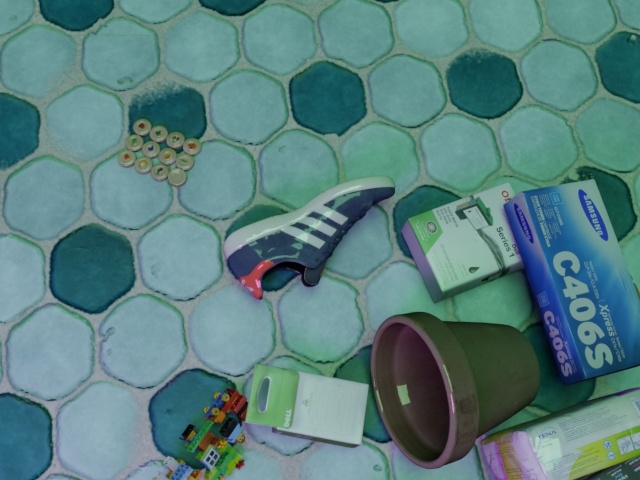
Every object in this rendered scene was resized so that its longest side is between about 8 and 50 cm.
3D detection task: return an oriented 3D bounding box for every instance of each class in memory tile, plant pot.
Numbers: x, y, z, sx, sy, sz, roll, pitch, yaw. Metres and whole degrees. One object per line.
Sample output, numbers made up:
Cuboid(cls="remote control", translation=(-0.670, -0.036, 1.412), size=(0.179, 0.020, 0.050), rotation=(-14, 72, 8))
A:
Cuboid(cls="memory tile", translation=(-0.321, -0.175, 1.644), size=(0.148, 0.012, 0.113), rotation=(21, 71, 4))
Cuboid(cls="plant pot", translation=(0.247, 0.237, 1.423), size=(0.229, 0.263, 0.263), rotation=(-9, 70, -24))

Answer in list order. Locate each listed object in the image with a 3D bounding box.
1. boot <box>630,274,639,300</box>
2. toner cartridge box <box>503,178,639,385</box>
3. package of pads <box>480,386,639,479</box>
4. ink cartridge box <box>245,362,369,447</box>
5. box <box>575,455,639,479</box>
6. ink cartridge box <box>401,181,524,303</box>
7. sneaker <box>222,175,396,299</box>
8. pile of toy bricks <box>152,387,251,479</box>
Cuboid(cls="boot", translation=(0.537, 0.138, 1.552), size=(0.152, 0.073, 0.197), rotation=(-10, 74, -11))
Cuboid(cls="toner cartridge box", translation=(0.467, 0.070, 1.484), size=(0.165, 0.075, 0.348), rotation=(-10, 74, -21))
Cuboid(cls="package of pads", translation=(0.402, 0.331, 1.354), size=(0.229, 0.296, 0.101), rotation=(-18, 74, -9))
Cuboid(cls="ink cartridge box", translation=(-0.026, 0.292, 1.453), size=(0.209, 0.062, 0.109), rotation=(12, 69, -8))
Cuboid(cls="box", translation=(0.530, 0.500, 1.372), size=(0.143, 0.165, 0.270), rotation=(-26, 74, -12))
Cuboid(cls="ink cartridge box", translation=(0.290, 0.002, 1.572), size=(0.219, 0.092, 0.160), rotation=(-21, 74, -10))
Cuboid(cls="sneaker", translation=(0.000, 0.000, 1.549), size=(0.350, 0.131, 0.148), rotation=(-25, 80, -5))
Cuboid(cls="pile of toy bricks", translation=(-0.176, 0.368, 1.425), size=(0.105, 0.118, 0.212), rotation=(51, 58, -26))
